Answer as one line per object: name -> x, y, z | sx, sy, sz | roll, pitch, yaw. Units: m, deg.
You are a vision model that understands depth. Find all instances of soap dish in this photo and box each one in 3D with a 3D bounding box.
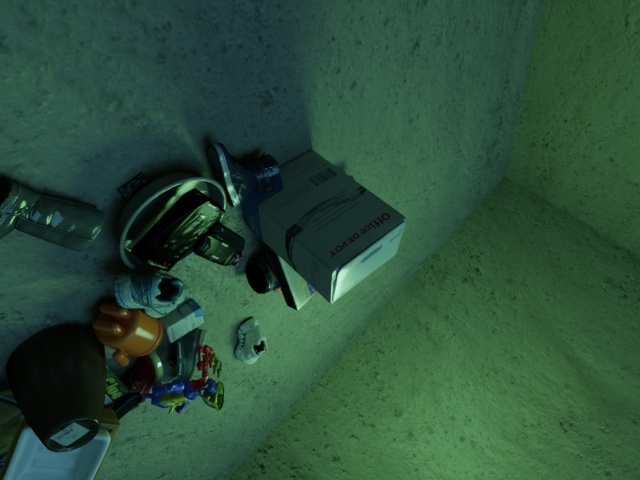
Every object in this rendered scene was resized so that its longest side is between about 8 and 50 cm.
soap dish -> -0.694, 0.560, 1.154 | 0.229, 0.118, 0.291 | 21, 108, -26

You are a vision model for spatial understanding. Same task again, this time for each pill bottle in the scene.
pill bottle -> -0.145, 0.100, 1.543 | 0.219, 0.123, 0.123 | -20, 141, -44

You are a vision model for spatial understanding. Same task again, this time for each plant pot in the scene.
plant pot -> -0.604, 0.366, 1.025 | 0.215, 0.230, 0.215 | -22, 134, -24

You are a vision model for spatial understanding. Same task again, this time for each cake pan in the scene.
cake pan -> -0.364, -0.049, 1.067 | 0.293, 0.054, 0.293 | -39, 158, -20

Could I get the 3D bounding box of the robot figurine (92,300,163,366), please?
robot figurine -> -0.511, 0.240, 1.167 | 0.128, 0.158, 0.219 | -28, 151, -3

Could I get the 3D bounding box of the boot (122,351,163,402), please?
boot -> -0.602, 0.455, 1.359 | 0.176, 0.088, 0.244 | -13, 140, -48

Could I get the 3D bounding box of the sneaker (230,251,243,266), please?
sneaker -> -0.266, 0.047, 1.365 | 0.047, 0.057, 0.119 | -29, 148, -38

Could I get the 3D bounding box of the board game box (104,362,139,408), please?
board game box -> -0.642, 0.441, 1.252 | 0.136, 0.030, 0.260 | -28, 135, -18

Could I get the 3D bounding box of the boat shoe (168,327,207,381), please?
boat shoe -> -0.474, 0.409, 1.514 | 0.099, 0.116, 0.319 | 17, 129, -14

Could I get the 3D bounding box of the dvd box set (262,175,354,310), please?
dvd box set -> 0.000, 0.000, 1.531 | 0.420, 0.062, 0.307 | -42, 132, -32

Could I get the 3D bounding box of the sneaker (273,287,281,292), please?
sneaker -> -0.110, 0.136, 1.695 | 0.221, 0.083, 0.087 | -17, 133, -51

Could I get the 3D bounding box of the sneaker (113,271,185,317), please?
sneaker -> -0.406, 0.142, 1.132 | 0.122, 0.110, 0.283 | -6, 169, 7

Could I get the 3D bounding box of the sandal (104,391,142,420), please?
sandal -> -0.616, 0.510, 1.283 | 0.179, 0.040, 0.067 | -36, 144, -28

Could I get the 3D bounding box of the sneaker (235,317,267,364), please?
sneaker -> -0.279, 0.447, 1.799 | 0.110, 0.118, 0.292 | -33, 151, -32

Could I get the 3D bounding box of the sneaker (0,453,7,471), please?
sneaker -> -0.838, 0.649, 1.230 | 0.236, 0.104, 0.095 | -25, 146, -37

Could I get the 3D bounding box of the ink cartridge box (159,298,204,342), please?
ink cartridge box -> -0.439, 0.255, 1.377 | 0.122, 0.052, 0.088 | -32, 148, -33

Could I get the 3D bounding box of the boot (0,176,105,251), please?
boot -> -0.557, -0.017, 0.845 | 0.189, 0.076, 0.208 | -47, 160, 0

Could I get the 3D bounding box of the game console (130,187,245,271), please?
game console -> -0.309, 0.005, 1.138 | 0.213, 0.044, 0.361 | -46, 159, 0

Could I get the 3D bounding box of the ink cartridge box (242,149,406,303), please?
ink cartridge box -> 0.002, -0.053, 1.265 | 0.285, 0.395, 0.166 | -34, 149, -27

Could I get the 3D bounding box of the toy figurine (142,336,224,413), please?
toy figurine -> -0.438, 0.451, 1.363 | 0.217, 0.191, 0.362 | -11, 156, -7

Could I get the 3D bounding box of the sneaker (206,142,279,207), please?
sneaker -> -0.193, -0.197, 1.114 | 0.163, 0.086, 0.226 | -33, 156, -14

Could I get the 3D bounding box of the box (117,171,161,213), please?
box -> -0.411, -0.106, 0.990 | 0.067, 0.018, 0.083 | -42, 152, -15

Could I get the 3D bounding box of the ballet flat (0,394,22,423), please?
ballet flat -> -0.772, 0.357, 0.910 | 0.116, 0.124, 0.342 | 0, 143, 2
